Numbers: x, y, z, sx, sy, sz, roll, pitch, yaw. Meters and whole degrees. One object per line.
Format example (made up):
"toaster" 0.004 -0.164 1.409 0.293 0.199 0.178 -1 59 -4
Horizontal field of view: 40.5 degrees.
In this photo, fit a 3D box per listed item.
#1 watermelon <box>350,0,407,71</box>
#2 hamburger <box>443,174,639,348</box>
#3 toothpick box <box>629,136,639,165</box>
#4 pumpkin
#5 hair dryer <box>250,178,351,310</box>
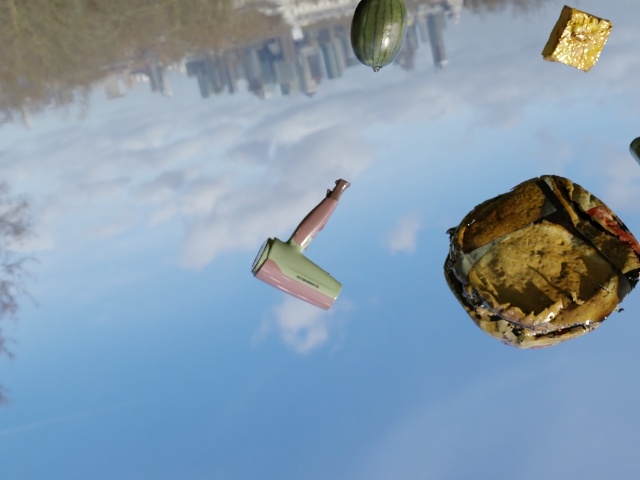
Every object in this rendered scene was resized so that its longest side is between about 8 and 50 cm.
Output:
"watermelon" 0.080 -0.288 1.192 0.078 0.110 0.078 13 -170 -2
"hamburger" 0.264 0.031 1.040 0.231 0.106 0.231 -2 -124 3
"toothpick box" 0.699 -0.184 1.858 0.052 0.052 0.083 -11 -150 6
"pumpkin" 0.361 -0.283 1.223 0.074 0.083 0.054 18 -162 -14
"hair dryer" -0.005 -0.005 1.030 0.106 0.154 0.054 26 175 -6
